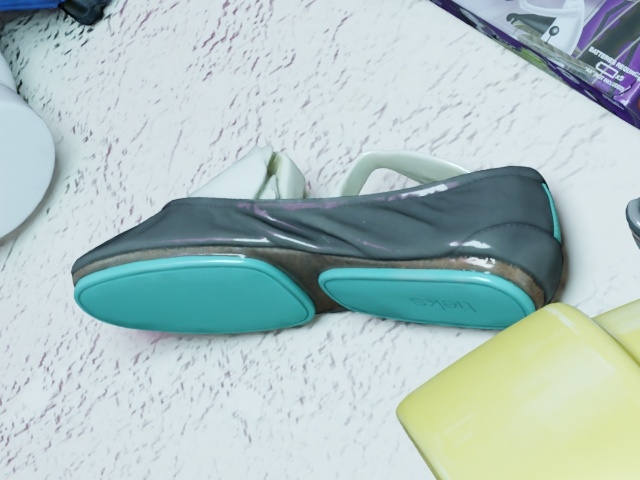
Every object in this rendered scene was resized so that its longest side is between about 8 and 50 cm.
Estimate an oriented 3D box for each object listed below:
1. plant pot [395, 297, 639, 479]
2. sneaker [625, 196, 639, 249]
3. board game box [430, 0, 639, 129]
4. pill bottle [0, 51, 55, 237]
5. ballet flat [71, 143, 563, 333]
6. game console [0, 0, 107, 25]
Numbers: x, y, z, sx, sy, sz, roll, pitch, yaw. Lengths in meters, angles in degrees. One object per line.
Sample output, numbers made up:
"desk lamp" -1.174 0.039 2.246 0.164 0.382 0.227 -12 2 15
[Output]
"plant pot" 0.195 0.106 0.718 0.239 0.254 0.254 -33 53 -1
"sneaker" 0.215 -0.031 0.865 0.158 0.065 0.061 -32 55 19
"board game box" 0.119 -0.223 1.033 0.208 0.056 0.347 -51 50 -1
"pill bottle" -0.272 -0.094 1.186 0.229 0.131 0.131 39 94 39
"ballet flat" 0.000 0.000 0.991 0.281 0.095 0.096 0 59 24
"game console" -0.251 -0.272 1.226 0.293 0.173 0.250 38 93 39
